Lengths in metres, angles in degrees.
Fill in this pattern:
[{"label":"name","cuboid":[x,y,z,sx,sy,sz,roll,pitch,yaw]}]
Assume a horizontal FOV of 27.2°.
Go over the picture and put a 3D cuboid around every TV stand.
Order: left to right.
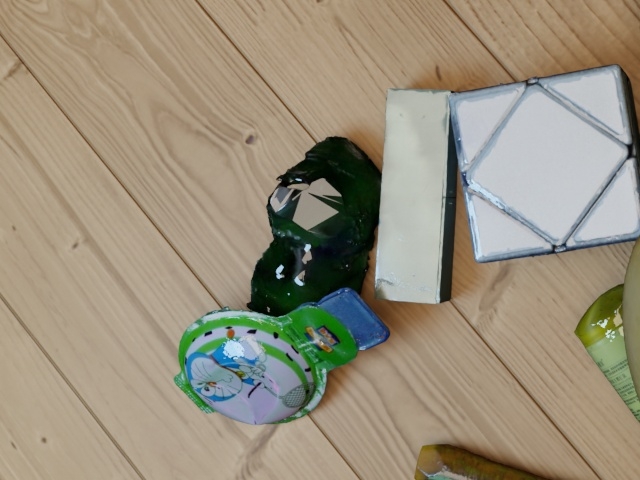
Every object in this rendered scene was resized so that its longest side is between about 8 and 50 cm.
[{"label":"TV stand","cuboid":[0.127,-0.058,1.694,0.088,0.083,0.269,5,94,17]}]

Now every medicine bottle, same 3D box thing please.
[{"label":"medicine bottle","cuboid":[0.415,0.161,1.602,0.124,0.124,0.239,-36,82,14]}]

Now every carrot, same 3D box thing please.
[{"label":"carrot","cuboid":[0.248,0.318,1.683,0.260,0.070,0.070,13,96,14]}]

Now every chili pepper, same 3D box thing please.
[{"label":"chili pepper","cuboid":[0.000,-0.003,1.712,0.148,0.116,0.264,22,98,9]}]

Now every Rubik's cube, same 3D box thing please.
[{"label":"Rubik's cube","cuboid":[0.281,-0.088,1.585,0.205,0.205,0.207,-8,91,16]}]

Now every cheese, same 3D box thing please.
[{"label":"cheese","cuboid":[-0.058,0.150,1.712,0.320,0.083,0.204,-27,116,33]}]

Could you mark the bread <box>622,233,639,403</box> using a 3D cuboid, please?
[{"label":"bread","cuboid":[0.531,0.111,1.445,0.376,0.253,0.348,-15,76,-18]}]
